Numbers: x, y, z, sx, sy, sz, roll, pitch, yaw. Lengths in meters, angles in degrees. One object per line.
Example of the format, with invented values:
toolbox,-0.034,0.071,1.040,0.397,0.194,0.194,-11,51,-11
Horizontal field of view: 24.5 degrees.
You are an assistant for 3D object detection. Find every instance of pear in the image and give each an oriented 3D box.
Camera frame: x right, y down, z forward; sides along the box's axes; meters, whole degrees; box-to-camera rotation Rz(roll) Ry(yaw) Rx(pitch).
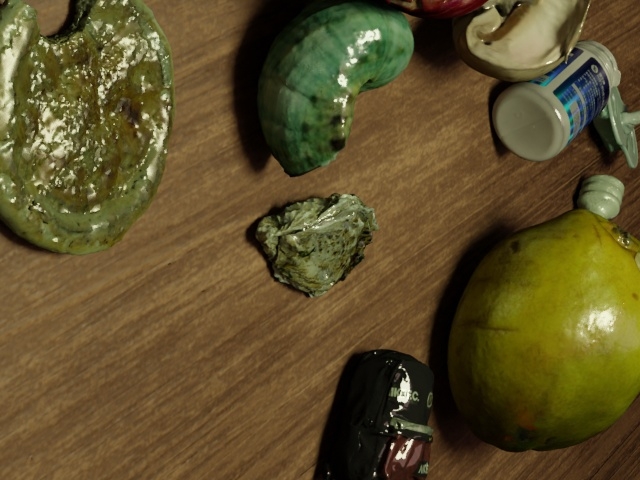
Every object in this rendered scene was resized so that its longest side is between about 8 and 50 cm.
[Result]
pear,0.294,0.117,1.862,0.269,0.269,0.321,-3,120,-55

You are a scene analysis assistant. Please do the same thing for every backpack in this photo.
backpack,0.077,0.210,1.691,0.120,0.105,0.165,12,92,-51

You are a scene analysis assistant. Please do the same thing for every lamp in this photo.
lamp,0.381,-0.002,2.089,0.106,0.106,0.193,59,42,-44

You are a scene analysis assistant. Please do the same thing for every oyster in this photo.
oyster,0.000,0.000,1.570,0.125,0.064,0.177,-52,150,-12

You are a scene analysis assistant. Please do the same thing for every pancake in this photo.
pancake,-0.204,-0.105,1.261,0.253,0.037,0.254,-19,113,-52

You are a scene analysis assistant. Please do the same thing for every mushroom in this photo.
mushroom,0.209,-0.307,1.707,0.189,0.195,0.254,79,17,-86

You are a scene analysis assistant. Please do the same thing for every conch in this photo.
conch,0.010,-0.172,1.479,0.188,0.122,0.176,-52,174,-40

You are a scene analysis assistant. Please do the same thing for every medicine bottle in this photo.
medicine bottle,0.311,-0.188,1.921,0.191,0.107,0.107,-40,130,-43

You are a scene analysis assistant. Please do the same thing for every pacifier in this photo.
pacifier,0.457,-0.180,2.135,0.150,0.116,0.127,52,31,-44

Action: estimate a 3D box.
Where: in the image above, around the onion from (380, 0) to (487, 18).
onion,0.084,-0.368,1.408,0.314,0.232,0.314,37,32,-29
